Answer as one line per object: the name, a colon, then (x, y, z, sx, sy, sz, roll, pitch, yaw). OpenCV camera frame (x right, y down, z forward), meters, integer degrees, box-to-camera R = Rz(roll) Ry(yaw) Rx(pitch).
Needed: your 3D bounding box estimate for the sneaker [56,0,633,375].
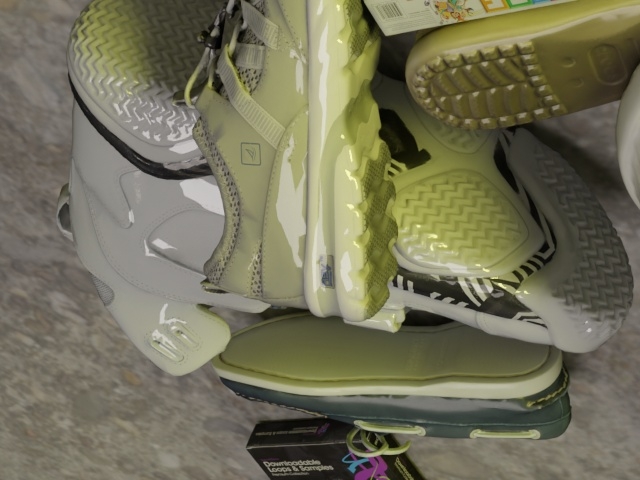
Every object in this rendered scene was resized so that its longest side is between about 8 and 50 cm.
sneaker: (0.000, 0.000, 1.182, 0.366, 0.137, 0.210, 27, 136, 3)

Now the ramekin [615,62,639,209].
ramekin: (0.290, -0.022, 0.955, 0.273, 0.127, 0.273, -2, 149, -1)

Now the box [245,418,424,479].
box: (0.029, 0.199, 1.519, 0.116, 0.029, 0.162, -7, 136, 33)

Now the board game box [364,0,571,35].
board game box: (0.106, -0.159, 0.970, 0.154, 0.103, 0.026, -6, 135, 34)

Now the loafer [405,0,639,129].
loafer: (0.174, -0.128, 0.987, 0.268, 0.092, 0.102, -7, 149, 11)

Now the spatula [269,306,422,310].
spatula: (-0.013, -0.001, 1.300, 0.242, 0.019, 0.168, 4, 139, 24)

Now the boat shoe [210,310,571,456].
boat shoe: (0.049, 0.099, 1.336, 0.254, 0.095, 0.079, -2, 126, 17)

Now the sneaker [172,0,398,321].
sneaker: (-0.029, -0.095, 1.012, 0.115, 0.105, 0.281, -1, 95, 16)
